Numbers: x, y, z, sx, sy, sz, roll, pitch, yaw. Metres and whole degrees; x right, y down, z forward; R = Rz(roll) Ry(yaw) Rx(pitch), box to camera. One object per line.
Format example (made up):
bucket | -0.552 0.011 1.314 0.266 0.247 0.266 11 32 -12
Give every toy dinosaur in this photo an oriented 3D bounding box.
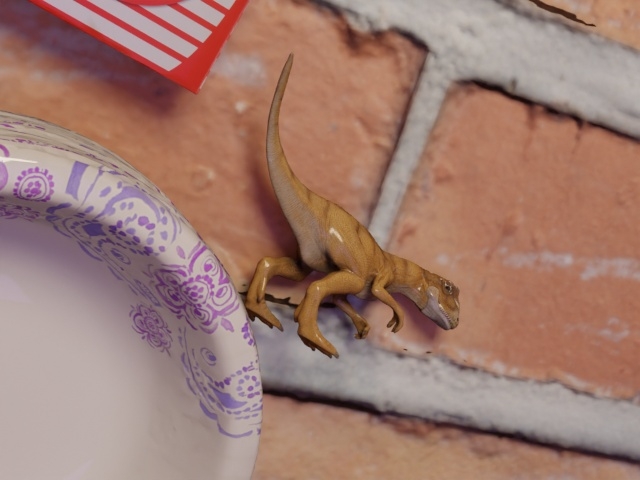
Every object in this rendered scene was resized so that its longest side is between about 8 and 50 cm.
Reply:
toy dinosaur | 0.000 0.000 0.735 0.211 0.064 0.112 44 71 -37

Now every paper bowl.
paper bowl | -0.182 0.073 0.628 0.284 0.148 0.284 -7 110 -20

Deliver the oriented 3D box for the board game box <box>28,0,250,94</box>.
board game box | -0.111 -0.183 0.626 0.193 0.045 0.147 27 97 -27
